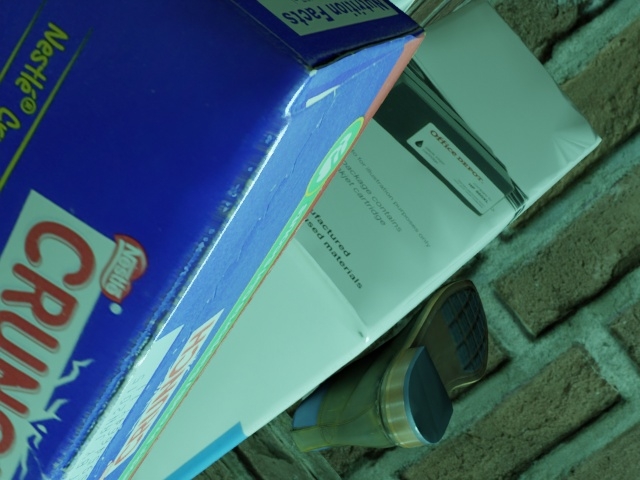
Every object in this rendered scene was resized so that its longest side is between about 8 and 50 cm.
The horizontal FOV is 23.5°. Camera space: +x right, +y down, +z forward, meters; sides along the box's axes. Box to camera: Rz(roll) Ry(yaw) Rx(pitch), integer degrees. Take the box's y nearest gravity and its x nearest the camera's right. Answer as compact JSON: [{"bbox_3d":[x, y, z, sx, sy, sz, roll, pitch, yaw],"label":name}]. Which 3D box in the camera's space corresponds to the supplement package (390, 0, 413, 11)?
[{"bbox_3d":[-0.109,-0.151,1.139,0.263,0.199,0.198,-38,177,-25],"label":"supplement package"}]

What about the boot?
[{"bbox_3d":[0.056,0.092,1.158,0.106,0.082,0.219,-16,-167,26],"label":"boot"}]

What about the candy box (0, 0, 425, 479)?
[{"bbox_3d":[-0.168,-0.053,0.518,0.268,0.317,0.122,-55,170,25],"label":"candy box"}]

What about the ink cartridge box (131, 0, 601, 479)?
[{"bbox_3d":[0.000,0.000,1.174,0.285,0.166,0.395,-40,177,38],"label":"ink cartridge box"}]
